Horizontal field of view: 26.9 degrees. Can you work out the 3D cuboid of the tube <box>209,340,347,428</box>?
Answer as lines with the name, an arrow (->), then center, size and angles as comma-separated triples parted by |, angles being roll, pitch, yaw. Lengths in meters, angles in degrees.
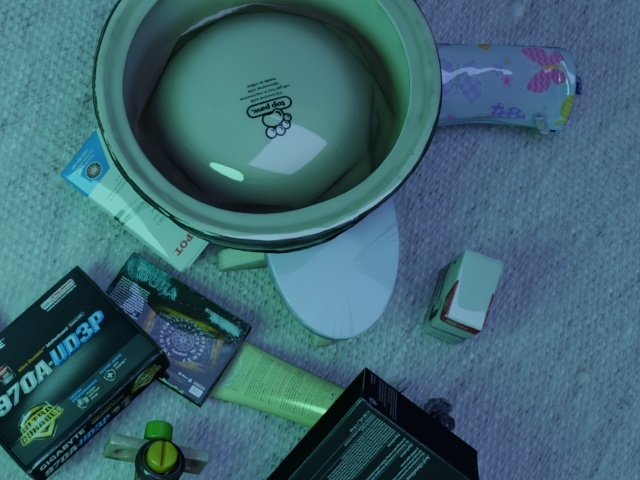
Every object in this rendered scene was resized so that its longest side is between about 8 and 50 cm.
tube -> -0.034, 0.197, 1.734 | 0.240, 0.062, 0.070 | 19, 31, 17

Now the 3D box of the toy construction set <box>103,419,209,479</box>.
toy construction set -> -0.256, 0.350, 1.620 | 0.308, 0.257, 0.237 | -3, 61, 4

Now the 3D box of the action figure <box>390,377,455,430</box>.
action figure -> 0.128, 0.301, 1.753 | 0.285, 0.099, 0.185 | 45, 85, 4

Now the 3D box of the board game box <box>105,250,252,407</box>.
board game box -> -0.199, 0.115, 1.741 | 0.186, 0.026, 0.126 | 32, 73, 3

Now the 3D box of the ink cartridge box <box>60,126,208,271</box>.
ink cartridge box -> -0.209, -0.078, 1.742 | 0.203, 0.086, 0.148 | 39, 91, -4

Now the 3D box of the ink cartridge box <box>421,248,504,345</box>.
ink cartridge box -> 0.188, 0.078, 1.793 | 0.056, 0.135, 0.099 | 21, 74, -5

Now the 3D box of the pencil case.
pencil case -> 0.220, -0.213, 1.873 | 0.273, 0.113, 0.124 | 1, 98, -13

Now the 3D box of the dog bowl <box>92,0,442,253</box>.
dog bowl -> -0.064, -0.166, 1.618 | 0.408, 0.150, 0.408 | 1, 71, -2

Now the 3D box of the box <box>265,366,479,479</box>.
box -> 0.043, 0.317, 1.643 | 0.184, 0.103, 0.261 | 39, 107, -6

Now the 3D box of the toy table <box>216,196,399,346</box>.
toy table -> 0.000, 0.000, 1.753 | 0.252, 0.161, 0.274 | 6, 78, -12

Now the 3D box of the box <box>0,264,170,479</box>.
box -> -0.324, 0.164, 1.661 | 0.220, 0.051, 0.175 | -42, 65, -14
